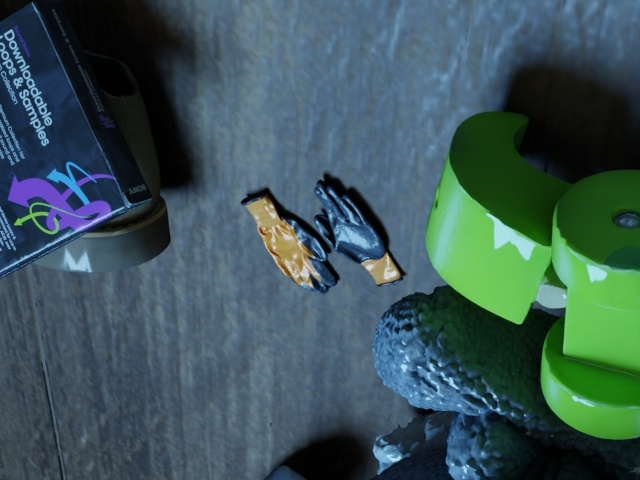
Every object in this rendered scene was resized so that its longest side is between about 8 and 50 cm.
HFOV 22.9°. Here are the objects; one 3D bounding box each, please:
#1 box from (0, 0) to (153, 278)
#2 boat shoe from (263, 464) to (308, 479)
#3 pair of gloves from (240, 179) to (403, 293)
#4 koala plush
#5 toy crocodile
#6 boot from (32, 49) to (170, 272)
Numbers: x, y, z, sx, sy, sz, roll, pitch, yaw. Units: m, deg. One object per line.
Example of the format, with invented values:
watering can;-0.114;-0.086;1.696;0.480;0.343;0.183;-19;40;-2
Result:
box;-0.177;-0.040;0.834;0.162;0.029;0.116;-25;90;29
boat shoe;-0.029;0.250;1.077;0.105;0.113;0.306;28;144;0
pair of gloves;0.000;0.000;0.868;0.083;0.010;0.074;-11;122;44
koala plush;0.087;0.153;0.822;0.203;0.196;0.221;10;153;-25
toy crocodile;0.202;0.031;0.677;0.340;0.105;0.115;15;138;20
boot;-0.222;-0.069;0.920;0.305;0.112;0.115;9;116;26
